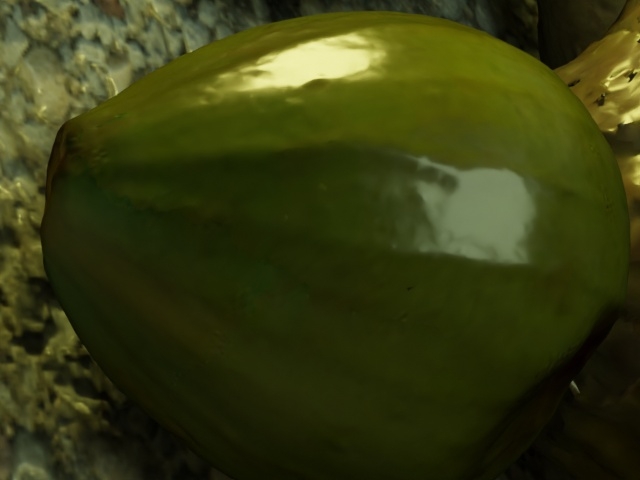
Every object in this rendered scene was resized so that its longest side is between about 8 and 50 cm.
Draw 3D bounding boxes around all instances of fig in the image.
[{"bbox_3d":[0.000,0.000,0.815,0.271,0.239,0.239,18,56,-29],"label":"fig"}]

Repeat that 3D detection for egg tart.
[{"bbox_3d":[0.167,0.014,0.973,0.150,0.352,0.352,-1,65,-9],"label":"egg tart"}]

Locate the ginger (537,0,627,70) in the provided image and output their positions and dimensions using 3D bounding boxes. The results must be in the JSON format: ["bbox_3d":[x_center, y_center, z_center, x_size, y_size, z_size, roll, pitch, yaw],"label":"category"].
[{"bbox_3d":[0.209,-0.207,1.191,0.138,0.267,0.152,19,8,5],"label":"ginger"}]
